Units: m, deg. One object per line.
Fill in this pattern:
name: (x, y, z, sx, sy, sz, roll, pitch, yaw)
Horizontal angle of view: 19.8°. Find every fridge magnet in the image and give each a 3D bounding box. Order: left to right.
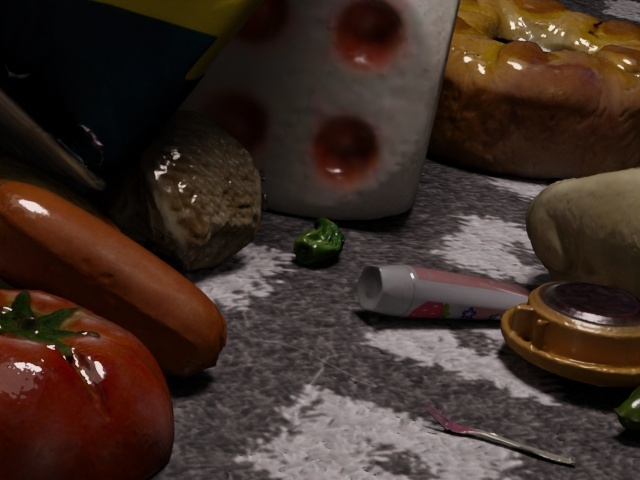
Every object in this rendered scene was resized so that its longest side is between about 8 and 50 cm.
fridge magnet: (0.213, 0.074, 1.446, 0.143, 0.063, 0.143, 7, 19, -2)

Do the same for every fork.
fork: (0.125, 0.140, 1.299, 0.115, 0.012, 0.016, 20, 25, 9)

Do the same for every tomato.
tomato: (-0.197, 0.085, 1.168, 0.225, 0.085, 0.225, 9, 17, -3)

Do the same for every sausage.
sausage: (-0.151, 0.030, 1.278, 0.197, 0.076, 0.076, 35, 16, -14)

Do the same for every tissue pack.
tissue pack: (-0.163, -0.281, 1.475, 0.264, 0.416, 0.253, 45, -13, -24)

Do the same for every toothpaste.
toothpaste: (0.120, 0.046, 1.512, 0.194, 0.043, 0.067, 6, 17, -32)

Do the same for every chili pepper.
chili pepper: (0.002, 0.000, 1.581, 0.034, 0.030, 0.091, -9, 12, 18)

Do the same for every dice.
dice: (-0.005, -0.182, 1.734, 0.251, 0.259, 0.243, 13, 18, 4)

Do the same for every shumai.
shumai: (-0.125, -0.033, 1.508, 0.116, 0.145, 0.145, -27, -3, 34)

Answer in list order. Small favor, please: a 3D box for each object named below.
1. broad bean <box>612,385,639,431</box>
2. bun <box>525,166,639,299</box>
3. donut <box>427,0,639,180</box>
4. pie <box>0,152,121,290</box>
broad bean: (0.316, 0.127, 1.396, 0.227, 0.039, 0.069, 5, 27, -20)
bun: (0.265, 0.008, 1.559, 0.193, 0.128, 0.178, -8, -9, 37)
donut: (0.224, -0.170, 1.984, 0.317, 0.150, 0.299, 19, 21, 17)
pie: (-0.243, -0.008, 1.384, 0.179, 0.084, 0.205, 24, 20, 32)
